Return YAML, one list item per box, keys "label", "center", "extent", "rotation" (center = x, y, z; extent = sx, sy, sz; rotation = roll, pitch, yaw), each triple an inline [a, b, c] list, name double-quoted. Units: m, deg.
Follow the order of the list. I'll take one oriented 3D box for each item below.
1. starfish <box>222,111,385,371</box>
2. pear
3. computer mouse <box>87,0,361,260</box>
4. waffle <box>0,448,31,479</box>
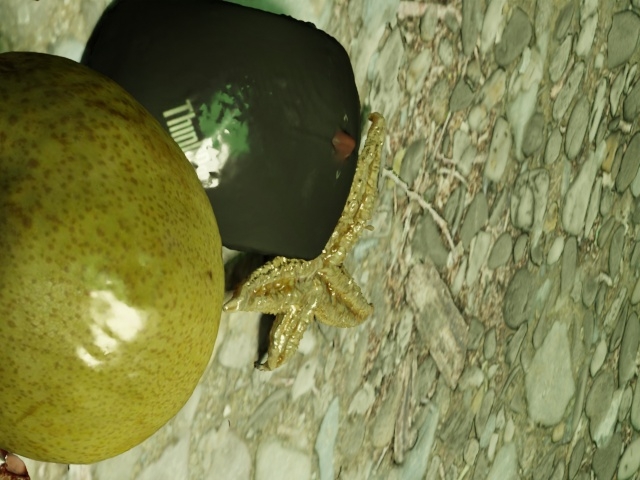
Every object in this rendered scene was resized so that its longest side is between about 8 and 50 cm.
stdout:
- label: "starfish"
  center: [0.005, 0.001, 1.599]
  extent: [0.295, 0.048, 0.231]
  rotation: [17, 88, -64]
- label: "pear"
  center: [-0.164, 0.009, 1.112]
  extent: [0.211, 0.188, 0.229]
  rotation: [23, 50, -46]
- label: "computer mouse"
  center: [-0.051, -0.077, 1.368]
  extent: [0.269, 0.100, 0.170]
  rotation: [9, 92, -57]
- label: "waffle"
  center: [-0.259, 0.169, 1.183]
  extent: [0.234, 0.055, 0.221]
  rotation: [-56, 146, -42]
